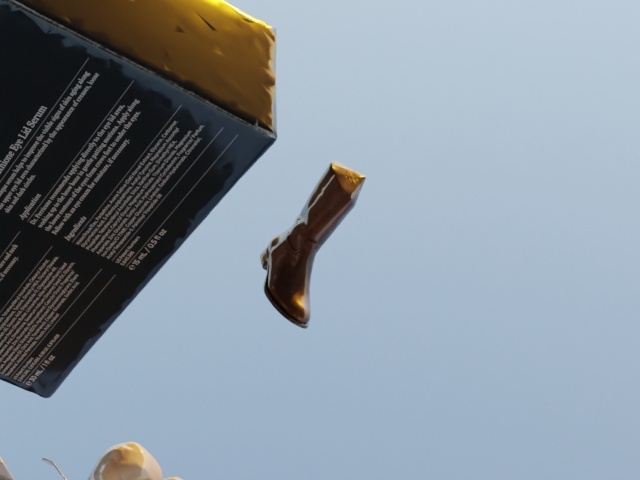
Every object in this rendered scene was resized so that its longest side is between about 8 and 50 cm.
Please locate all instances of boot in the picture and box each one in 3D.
[{"bbox_3d":[0.000,0.000,1.087,0.114,0.037,0.106,-49,-142,21],"label":"boot"}]

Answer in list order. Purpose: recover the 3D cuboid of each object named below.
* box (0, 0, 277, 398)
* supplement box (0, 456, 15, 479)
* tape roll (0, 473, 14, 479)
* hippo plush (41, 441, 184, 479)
[{"bbox_3d":[-0.170,-0.046,0.765,0.261,0.184,0.103,-45,-148,35],"label":"box"},{"bbox_3d":[-0.409,0.232,1.421,0.130,0.073,0.239,-32,-145,-16],"label":"supplement box"},{"bbox_3d":[-0.199,0.248,0.696,0.246,0.246,0.169,8,-140,29],"label":"tape roll"},{"bbox_3d":[-0.284,0.381,1.605,0.294,0.234,0.236,26,-145,21],"label":"hippo plush"}]
